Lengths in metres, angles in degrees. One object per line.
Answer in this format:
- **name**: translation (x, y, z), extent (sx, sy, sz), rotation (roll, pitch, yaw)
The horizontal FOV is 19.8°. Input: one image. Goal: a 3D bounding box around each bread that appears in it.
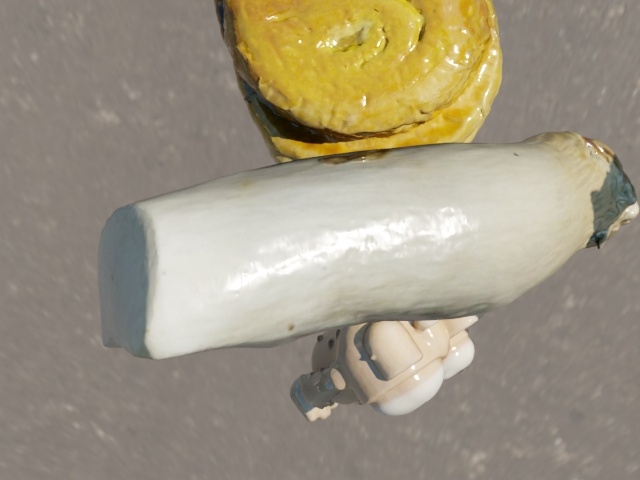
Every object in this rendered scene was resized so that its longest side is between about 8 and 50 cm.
- **bread**: translation (0.028, -0.160, 1.346), extent (0.198, 0.120, 0.236), rotation (-18, 82, 2)

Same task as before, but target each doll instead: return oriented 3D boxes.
- **doll**: translation (0.059, 0.112, 1.802), extent (0.154, 0.278, 0.119), rotation (-33, 87, -20)

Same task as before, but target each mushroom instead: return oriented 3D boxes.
- **mushroom**: translation (0.047, -0.001, 1.256), extent (0.397, 0.177, 0.126), rotation (-11, 87, -15)
